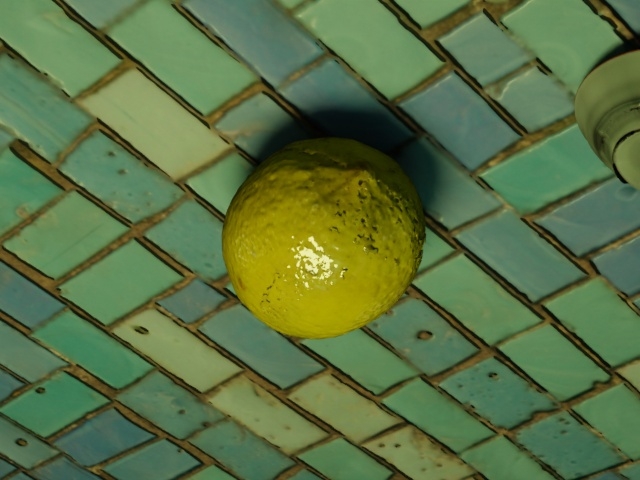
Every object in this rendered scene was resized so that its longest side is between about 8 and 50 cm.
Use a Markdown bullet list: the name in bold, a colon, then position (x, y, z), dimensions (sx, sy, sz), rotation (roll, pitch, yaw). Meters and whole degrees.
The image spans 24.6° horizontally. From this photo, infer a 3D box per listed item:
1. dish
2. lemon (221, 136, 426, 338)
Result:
- **dish**: position (0.436, -0.120, 1.810), dimensions (0.260, 0.085, 0.260), rotation (13, 148, 8)
- **lemon**: position (0.000, 0.000, 1.927), dimensions (0.258, 0.257, 0.310), rotation (27, 142, -19)
